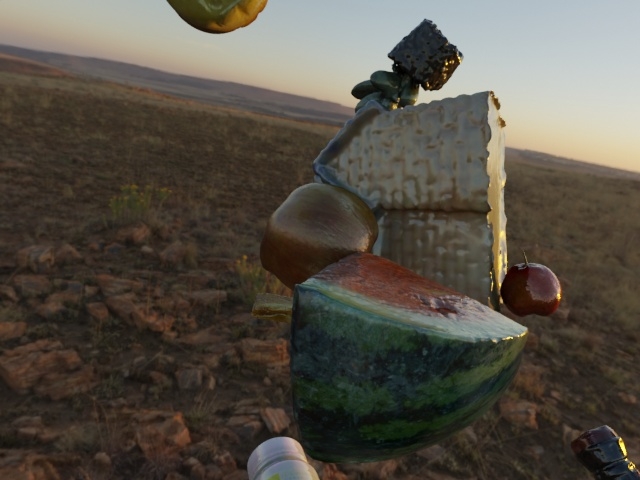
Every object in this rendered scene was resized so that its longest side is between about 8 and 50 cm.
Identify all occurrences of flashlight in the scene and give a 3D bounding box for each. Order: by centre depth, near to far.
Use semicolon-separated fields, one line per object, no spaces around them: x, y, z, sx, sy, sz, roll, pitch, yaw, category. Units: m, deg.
0.535;0.444;0.692;0.093;0.093;0.232;3;42;-25;flashlight

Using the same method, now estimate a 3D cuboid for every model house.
0.212;-0.065;0.950;0.400;0.445;0.395;0;4;26;model house

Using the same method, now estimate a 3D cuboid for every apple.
0.000;0.000;0.754;0.188;0.211;0.211;31;20;5;apple

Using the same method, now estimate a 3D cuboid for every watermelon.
0.093;0.100;0.499;0.283;0.250;0.292;-9;64;-8;watermelon

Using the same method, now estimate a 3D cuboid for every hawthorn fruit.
0.466;0.103;0.897;0.125;0.140;0.125;15;-5;1;hawthorn fruit

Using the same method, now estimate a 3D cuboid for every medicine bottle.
-0.083;0.748;1.119;0.214;0.213;0.379;5;14;-19;medicine bottle

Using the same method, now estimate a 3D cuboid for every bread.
-0.146;-0.340;0.532;0.156;0.125;0.086;14;22;-10;bread
-0.115;0.180;1.083;0.132;0.053;0.074;8;27;-7;bread

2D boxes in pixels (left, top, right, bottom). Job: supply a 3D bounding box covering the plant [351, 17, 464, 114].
0.203;-0.392;1.001;0.149;0.274;0.146;9;52;-50;plant
